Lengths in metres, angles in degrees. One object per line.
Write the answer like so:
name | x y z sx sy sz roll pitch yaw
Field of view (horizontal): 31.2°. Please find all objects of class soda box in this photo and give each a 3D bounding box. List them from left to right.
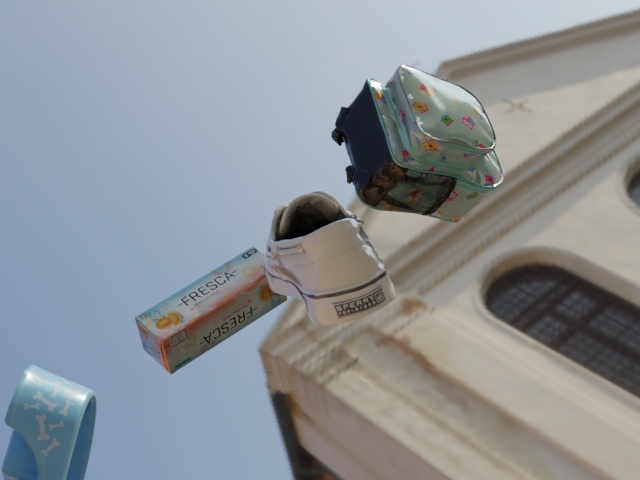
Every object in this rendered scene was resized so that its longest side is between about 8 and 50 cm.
soda box | -0.130 0.082 1.384 0.183 0.063 0.058 -31 -44 -27

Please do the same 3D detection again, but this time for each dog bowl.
dog bowl | -0.298 0.275 1.184 0.166 0.074 0.297 103 177 -58

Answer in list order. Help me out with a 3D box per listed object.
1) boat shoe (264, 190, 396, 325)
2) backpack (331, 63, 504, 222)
boat shoe | 0.000 0.000 0.946 0.095 0.258 0.084 -21 -79 -12
backpack | 0.131 -0.112 1.380 0.188 0.166 0.144 19 -52 -37
